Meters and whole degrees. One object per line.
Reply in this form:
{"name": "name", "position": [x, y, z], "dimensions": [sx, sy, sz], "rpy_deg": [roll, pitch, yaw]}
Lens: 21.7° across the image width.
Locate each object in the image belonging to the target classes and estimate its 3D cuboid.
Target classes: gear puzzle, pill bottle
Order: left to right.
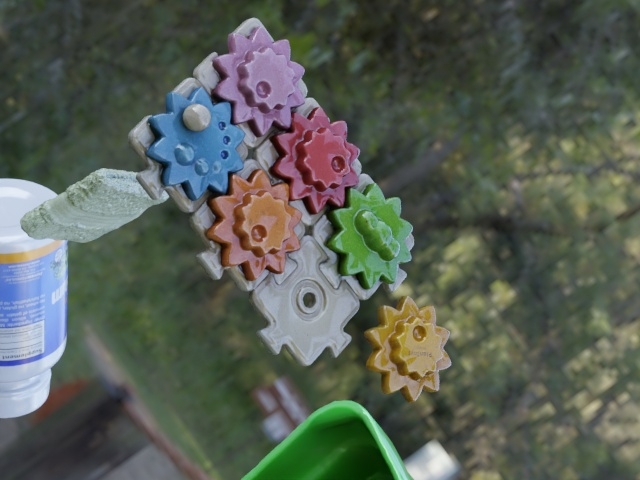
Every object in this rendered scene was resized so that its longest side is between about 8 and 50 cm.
{"name": "pill bottle", "position": [-0.384, 0.076, 2.032], "dimensions": [0.152, 0.152, 0.272], "rpy_deg": [50, -37, 48]}
{"name": "gear puzzle", "position": [0.000, 0.000, 1.319], "dimensions": [0.044, 0.175, 0.339], "rpy_deg": [-8, -57, 54]}

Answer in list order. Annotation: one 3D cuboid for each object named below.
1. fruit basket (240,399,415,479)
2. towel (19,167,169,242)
{"name": "fruit basket", "position": [-0.031, 0.282, 0.891], "dimensions": [0.392, 0.283, 0.392], "rpy_deg": [43, 15, -14]}
{"name": "towel", "position": [-0.211, -0.031, 1.585], "dimensions": [0.027, 0.110, 0.148], "rpy_deg": [63, 16, 12]}
